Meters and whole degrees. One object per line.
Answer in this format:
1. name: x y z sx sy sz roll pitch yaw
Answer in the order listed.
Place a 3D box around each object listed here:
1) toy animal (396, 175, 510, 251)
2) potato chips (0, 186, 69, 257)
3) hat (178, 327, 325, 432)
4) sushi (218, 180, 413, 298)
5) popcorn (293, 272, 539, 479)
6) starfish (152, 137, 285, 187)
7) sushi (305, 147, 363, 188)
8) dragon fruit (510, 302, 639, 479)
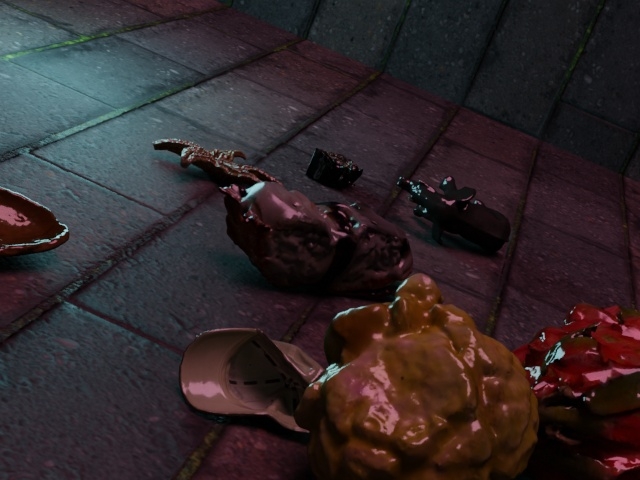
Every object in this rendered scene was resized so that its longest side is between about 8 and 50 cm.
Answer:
1. toy animal: 0.251 -0.058 2.050 0.245 0.115 0.146 12 21 -25
2. potato chips: -0.408 -0.018 1.346 0.201 0.049 0.150 2 31 -47
3. hat: -0.071 0.161 1.228 0.166 0.081 0.122 -2 67 -20
4. sushi: 0.000 0.000 1.610 0.332 0.130 0.124 9 23 -35
5. popcorn: 0.099 0.177 1.132 0.259 0.212 0.259 -7 49 8
6. starfish: -0.168 -0.128 1.899 0.227 0.043 0.240 27 17 8
7. sushi: 0.032 -0.132 2.109 0.084 0.056 0.083 27 13 17
8. dragon fruit: 0.309 0.194 1.279 0.237 0.231 0.302 40 25 28
